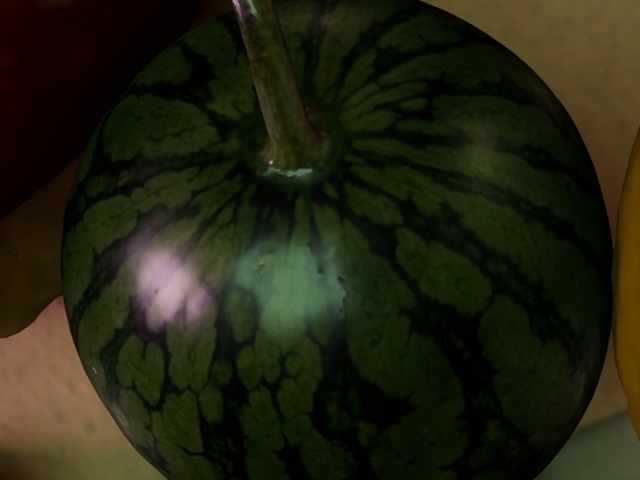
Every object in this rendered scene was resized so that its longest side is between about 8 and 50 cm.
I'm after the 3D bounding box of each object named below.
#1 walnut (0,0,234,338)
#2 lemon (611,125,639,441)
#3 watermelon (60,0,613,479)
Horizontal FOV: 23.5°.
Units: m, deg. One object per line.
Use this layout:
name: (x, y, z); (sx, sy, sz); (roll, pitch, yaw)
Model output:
walnut: (-0.125, -0.079, 0.452); (0.269, 0.244, 0.222); (-48, 39, 18)
lemon: (0.201, -0.010, 0.318); (0.284, 0.260, 0.260); (-33, 81, 23)
watermelon: (0.000, 0.000, 0.377); (0.140, 0.187, 0.141); (-5, 65, 11)
